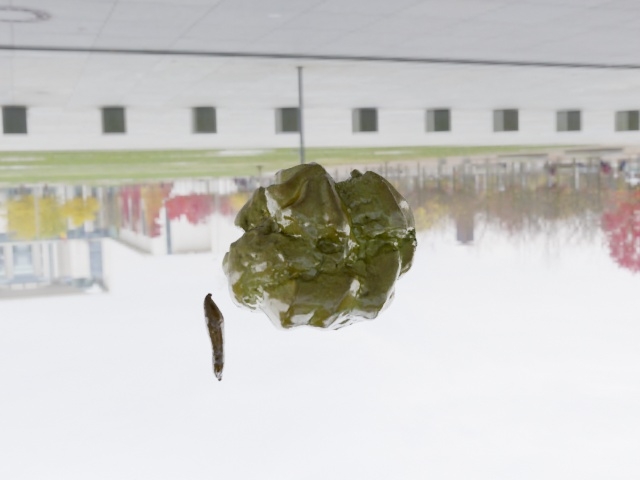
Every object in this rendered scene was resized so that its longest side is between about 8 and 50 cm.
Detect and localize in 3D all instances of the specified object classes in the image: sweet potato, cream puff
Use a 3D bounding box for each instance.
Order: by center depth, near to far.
[{"bbox_3d":[0.002,0.002,0.874,0.221,0.194,0.195,-9,-174,-21],"label":"cream puff"},{"bbox_3d":[-0.126,0.120,0.966,0.026,0.115,0.026,-5,-169,1],"label":"sweet potato"}]
